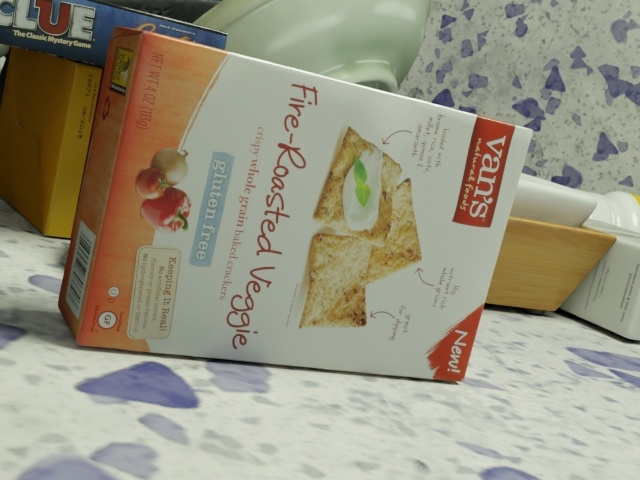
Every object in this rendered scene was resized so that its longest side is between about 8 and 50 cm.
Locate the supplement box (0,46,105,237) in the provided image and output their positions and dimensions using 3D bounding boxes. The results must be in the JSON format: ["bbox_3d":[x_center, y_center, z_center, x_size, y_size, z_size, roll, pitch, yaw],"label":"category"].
[{"bbox_3d":[-0.153,-0.077,0.796,0.194,0.129,0.191,8,10,-33],"label":"supplement box"}]

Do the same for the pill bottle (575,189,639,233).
[{"bbox_3d":[0.384,0.007,1.123,0.209,0.119,0.119,11,9,-15],"label":"pill bottle"}]

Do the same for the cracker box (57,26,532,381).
[{"bbox_3d":[-0.010,-0.013,0.515,0.232,0.155,0.067,9,10,-27],"label":"cracker box"}]

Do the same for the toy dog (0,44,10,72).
[{"bbox_3d":[-0.260,-0.236,1.087,0.334,0.161,0.220,5,40,-54],"label":"toy dog"}]

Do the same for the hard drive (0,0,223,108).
[{"bbox_3d":[-0.200,-0.190,0.952,0.255,0.172,0.054,-14,58,-48],"label":"hard drive"}]

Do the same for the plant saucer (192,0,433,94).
[{"bbox_3d":[-0.026,-0.158,1.063,0.100,0.400,0.400,59,24,13],"label":"plant saucer"}]

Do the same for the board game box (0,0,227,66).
[{"bbox_3d":[-0.188,-0.160,0.703,0.165,0.042,0.243,8,10,-28],"label":"board game box"}]

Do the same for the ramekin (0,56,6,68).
[{"bbox_3d":[-0.450,-0.220,1.240,0.277,0.135,0.277,13,9,-2],"label":"ramekin"}]

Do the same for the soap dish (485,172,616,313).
[{"bbox_3d":[0.090,-0.027,0.890,0.229,0.118,0.291,8,10,-31],"label":"soap dish"}]

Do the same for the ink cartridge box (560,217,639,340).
[{"bbox_3d":[0.285,0.031,0.921,0.148,0.085,0.203,9,9,-30],"label":"ink cartridge box"}]
